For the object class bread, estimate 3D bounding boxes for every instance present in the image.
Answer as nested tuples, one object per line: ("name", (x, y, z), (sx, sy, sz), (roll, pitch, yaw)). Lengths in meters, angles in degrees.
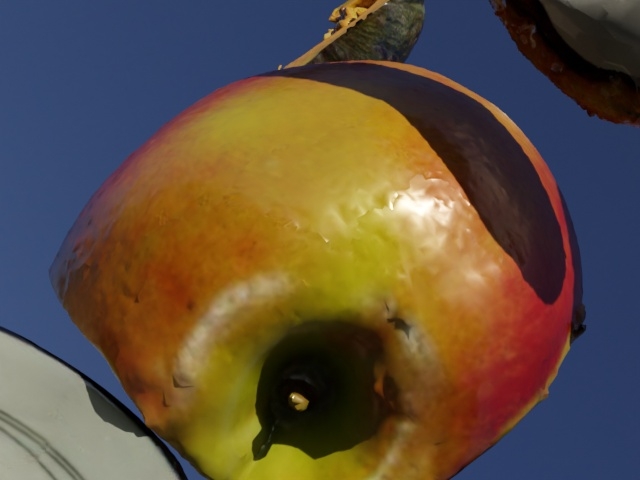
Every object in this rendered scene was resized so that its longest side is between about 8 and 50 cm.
("bread", (0.142, -0.168, 0.650), (0.139, 0.095, 0.269), (-53, -125, 17))

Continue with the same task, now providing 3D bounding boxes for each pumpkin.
("pumpkin", (0.067, -0.231, 1.393), (0.163, 0.278, 0.111), (-28, -73, 38))

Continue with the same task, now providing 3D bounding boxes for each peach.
("peach", (0.000, 0.000, 0.776), (0.242, 0.306, 0.380), (55, 0, -10))

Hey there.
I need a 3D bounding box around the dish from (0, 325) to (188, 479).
("dish", (-0.204, 0.144, 0.509), (0.316, 0.316, 0.106), (39, -64, 24))
